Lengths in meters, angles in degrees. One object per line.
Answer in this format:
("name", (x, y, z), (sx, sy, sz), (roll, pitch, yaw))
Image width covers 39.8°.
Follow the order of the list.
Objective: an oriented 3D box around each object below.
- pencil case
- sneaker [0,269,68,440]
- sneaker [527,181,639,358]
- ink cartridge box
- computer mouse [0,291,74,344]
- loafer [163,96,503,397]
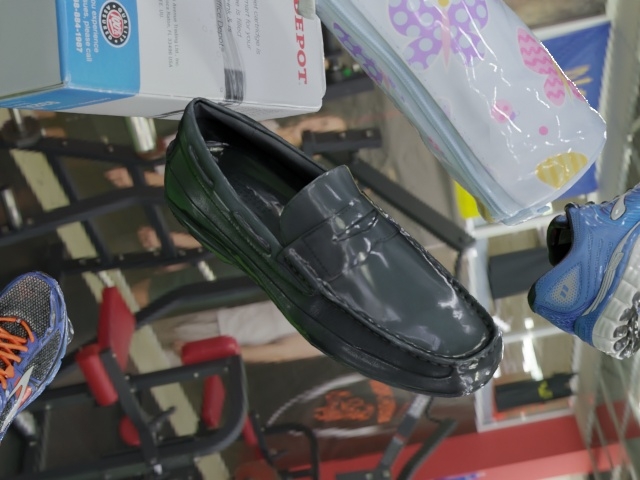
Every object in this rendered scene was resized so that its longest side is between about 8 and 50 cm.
("pencil case", (0.081, -0.137, 0.621), (0.273, 0.113, 0.124), (45, 38, -16))
("sneaker", (-0.286, 0.125, 0.763), (0.087, 0.083, 0.221), (118, -6, -69))
("sneaker", (0.338, -0.018, 0.997), (0.330, 0.147, 0.129), (-44, 139, -35))
("ink cartridge box", (-0.144, -0.226, 0.789), (0.307, 0.129, 0.223), (-5, 91, -52))
("computer mouse", (-0.447, 0.072, 1.223), (0.242, 0.071, 0.041), (42, -15, -16))
("loafer", (0.000, 0.000, 0.468), (0.223, 0.076, 0.078), (35, -40, 24))
